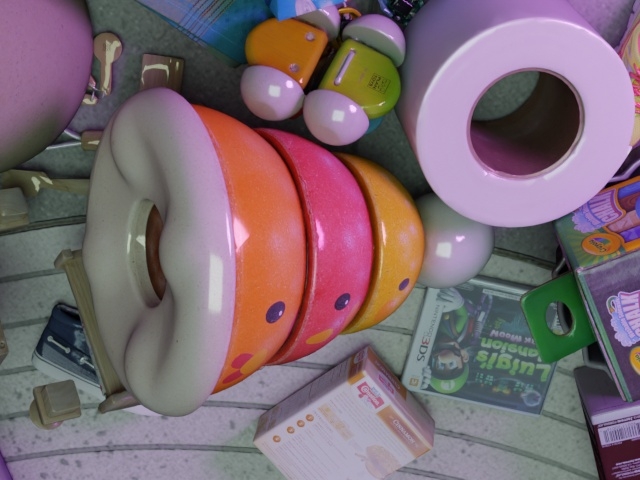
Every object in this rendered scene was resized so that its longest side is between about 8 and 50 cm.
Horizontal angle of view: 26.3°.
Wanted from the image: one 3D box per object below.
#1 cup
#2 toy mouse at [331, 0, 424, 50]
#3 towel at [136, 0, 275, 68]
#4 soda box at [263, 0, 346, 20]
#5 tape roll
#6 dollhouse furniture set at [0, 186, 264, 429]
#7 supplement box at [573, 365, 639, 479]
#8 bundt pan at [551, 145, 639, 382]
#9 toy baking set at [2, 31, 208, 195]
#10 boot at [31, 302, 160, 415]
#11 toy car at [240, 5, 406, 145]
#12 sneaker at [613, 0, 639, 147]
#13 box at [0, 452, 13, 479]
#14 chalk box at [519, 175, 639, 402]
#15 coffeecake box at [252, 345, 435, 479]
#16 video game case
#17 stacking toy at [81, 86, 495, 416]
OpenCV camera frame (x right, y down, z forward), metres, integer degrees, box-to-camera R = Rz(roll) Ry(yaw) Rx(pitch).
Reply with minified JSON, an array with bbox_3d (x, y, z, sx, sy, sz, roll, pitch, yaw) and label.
[{"bbox_3d":[-0.433,-0.203,1.491,0.331,0.237,0.331,0,106,2],"label":"cup"},{"bbox_3d":[0.083,-0.242,1.596,0.143,0.031,0.161,-9,114,-1],"label":"toy mouse"},{"bbox_3d":[-0.044,-0.368,1.477,0.370,0.040,0.271,-43,142,14],"label":"towel"},{"bbox_3d":[0.033,-0.311,1.499,0.210,0.071,0.067,-20,139,-16],"label":"soda box"},{"bbox_3d":[0.210,-0.159,1.539,0.246,0.169,0.246,-4,117,-7],"label":"tape roll"},{"bbox_3d":[-0.293,0.075,1.689,0.355,0.174,0.303,-11,73,-31],"label":"dollhouse furniture set"},{"bbox_3d":[0.391,0.287,1.753,0.073,0.130,0.239,-14,112,5],"label":"supplement box"},{"bbox_3d":[0.434,0.021,1.650,0.330,0.124,0.331,0,111,0],"label":"bundt pan"},{"bbox_3d":[-0.262,-0.133,1.646,0.196,0.030,0.256,33,105,-7],"label":"toy baking set"},{"bbox_3d":[-0.266,0.152,1.735,0.190,0.069,0.086,22,106,-6],"label":"boot"},{"bbox_3d":[0.002,-0.178,1.538,0.182,0.159,0.136,22,155,10],"label":"toy car"},{"bbox_3d":[0.371,-0.194,1.581,0.081,0.094,0.209,12,113,-6],"label":"sneaker"},{"bbox_3d":[-0.515,0.305,1.677,0.182,0.294,0.296,-16,111,4],"label":"box"},{"bbox_3d":[0.364,0.043,1.501,0.288,0.179,0.180,-20,111,9],"label":"chalk box"},{"bbox_3d":[0.031,0.246,1.761,0.185,0.068,0.142,-35,107,20],"label":"coffeecake box"},{"bbox_3d":[0.213,0.131,1.750,0.190,0.022,0.173,12,112,-5],"label":"video game case"},{"bbox_3d":[0.000,0.000,1.553,0.479,0.350,0.351,-4,115,-28],"label":"stacking toy"}]
